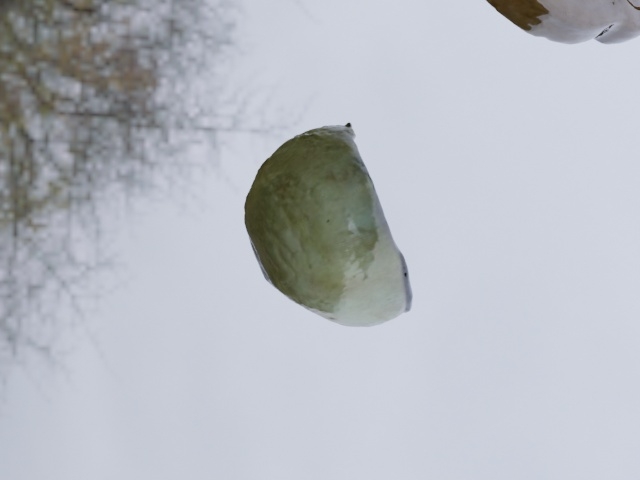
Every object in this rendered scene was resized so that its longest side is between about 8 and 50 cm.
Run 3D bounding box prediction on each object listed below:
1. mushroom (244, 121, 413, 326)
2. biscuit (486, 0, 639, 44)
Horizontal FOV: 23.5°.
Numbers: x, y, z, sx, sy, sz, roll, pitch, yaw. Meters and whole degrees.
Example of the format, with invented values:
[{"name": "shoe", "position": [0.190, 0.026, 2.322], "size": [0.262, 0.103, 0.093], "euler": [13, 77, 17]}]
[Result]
[{"name": "mushroom", "position": [0.003, 0.007, 1.887], "size": [0.267, 0.164, 0.190], "euler": [81, -14, -52]}, {"name": "biscuit", "position": [0.189, -0.354, 1.416], "size": [0.074, 0.359, 0.381], "euler": [-32, -156, 44]}]
